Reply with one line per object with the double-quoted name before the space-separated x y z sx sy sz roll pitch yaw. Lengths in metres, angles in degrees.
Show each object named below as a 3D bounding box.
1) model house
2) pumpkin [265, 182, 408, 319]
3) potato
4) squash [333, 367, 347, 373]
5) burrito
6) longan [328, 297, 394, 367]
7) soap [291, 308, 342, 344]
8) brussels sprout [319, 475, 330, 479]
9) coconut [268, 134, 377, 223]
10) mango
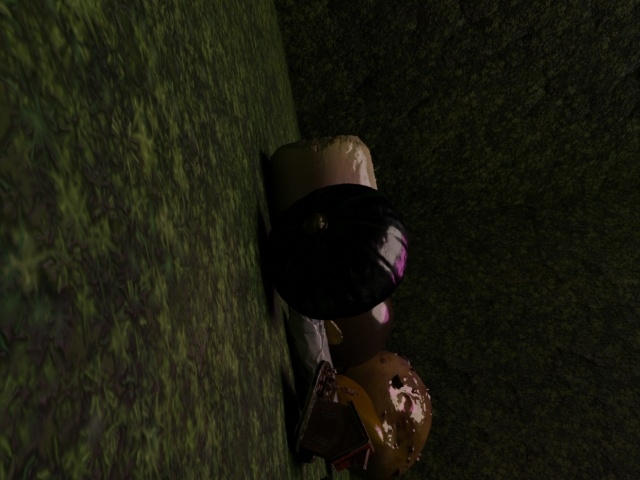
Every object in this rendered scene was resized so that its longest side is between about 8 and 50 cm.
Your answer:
"model house" 0.051 0.401 1.323 0.294 0.154 0.207 75 33 -64
"pumpkin" 0.030 0.015 1.273 0.238 0.315 0.315 62 17 -54
"potato" 0.187 0.625 2.099 0.442 0.385 0.319 70 16 4
"squash" 0.053 0.339 2.023 0.204 0.237 0.155 56 50 -39
"burrito" -0.013 0.322 1.531 0.139 0.101 0.445 -82 164 -68
"longan" 0.072 0.217 1.797 0.319 0.319 0.319 -9 90 -88
"soap" -0.014 0.214 1.585 0.033 0.168 0.089 -33 139 -39
"brussels sprout" 0.016 0.662 1.581 0.085 0.058 0.085 168 -90 -75
"coconut" 0.016 -0.107 1.590 0.297 0.297 0.309 -46 127 -87
"mango" 0.069 0.490 1.742 0.142 0.195 0.331 -64 -168 1
